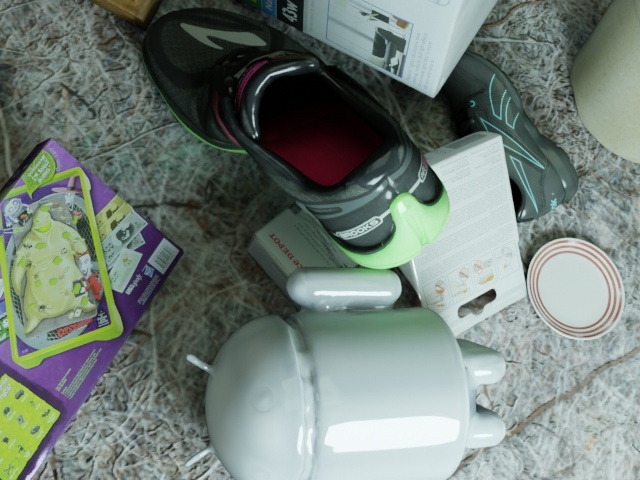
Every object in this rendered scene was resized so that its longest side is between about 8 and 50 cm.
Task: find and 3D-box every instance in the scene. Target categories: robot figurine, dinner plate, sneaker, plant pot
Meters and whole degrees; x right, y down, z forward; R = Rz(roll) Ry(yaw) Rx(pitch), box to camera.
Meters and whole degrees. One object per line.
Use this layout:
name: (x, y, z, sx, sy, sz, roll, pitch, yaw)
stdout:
robot figurine: (0.026, 0.178, 1.148, 0.353, 0.200, 0.300, -1, 90, -16)
dinner plate: (0.337, 0.065, 1.377, 0.141, 0.017, 0.141, 5, 68, -14)
sneaker: (0.227, -0.142, 1.378, 0.106, 0.101, 0.267, -36, 81, -19)
plant pot: (0.500, -0.256, 1.382, 0.334, 0.305, 0.334, 5, 69, -14)
sneaker: (-0.042, -0.165, 1.189, 0.185, 0.202, 0.483, -46, 56, -11)

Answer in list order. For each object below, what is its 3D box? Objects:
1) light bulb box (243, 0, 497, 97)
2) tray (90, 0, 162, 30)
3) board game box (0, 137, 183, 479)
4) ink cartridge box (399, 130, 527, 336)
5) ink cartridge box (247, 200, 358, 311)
light bulb box: (0.086, -0.441, 1.340, 0.361, 0.225, 0.358, 29, 65, 10)
tray: (-0.217, -0.500, 1.321, 0.203, 0.076, 0.411, 28, 87, -4)
board game box: (-0.321, 0.084, 1.129, 0.208, 0.056, 0.347, 45, 62, -27)
ink cartridge box: (0.167, -0.003, 1.303, 0.181, 0.056, 0.225, -25, 113, -30)
ink cartridge box: (0.000, 0.000, 1.280, 0.150, 0.063, 0.109, -39, 85, -24)
